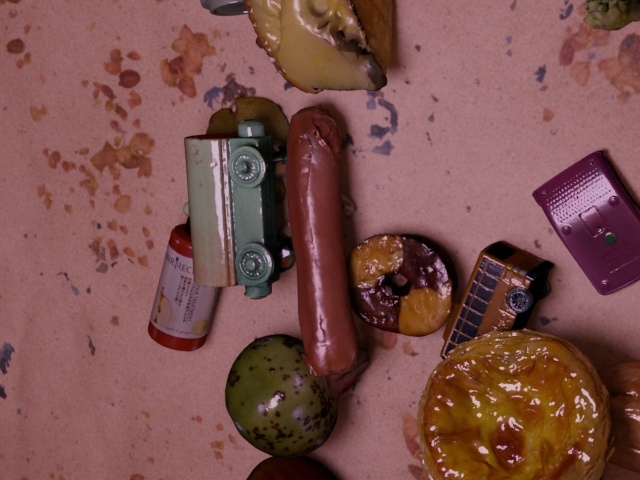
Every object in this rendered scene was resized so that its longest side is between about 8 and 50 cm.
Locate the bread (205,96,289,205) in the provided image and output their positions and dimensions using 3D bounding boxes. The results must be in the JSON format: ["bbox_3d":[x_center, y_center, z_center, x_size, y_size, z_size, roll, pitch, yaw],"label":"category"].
[{"bbox_3d":[-0.112,-0.141,2.030,0.149,0.065,0.187,-24,89,26],"label":"bread"}]

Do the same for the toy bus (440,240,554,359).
[{"bbox_3d":[0.258,0.111,1.871,0.114,0.098,0.201,28,114,20],"label":"toy bus"}]

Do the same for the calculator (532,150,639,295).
[{"bbox_3d":[0.403,-0.022,1.797,0.127,0.034,0.190,-35,86,29],"label":"calculator"}]

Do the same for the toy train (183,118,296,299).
[{"bbox_3d":[-0.138,-0.049,1.979,0.177,0.116,0.285,2,103,23],"label":"toy train"}]

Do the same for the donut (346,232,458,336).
[{"bbox_3d":[0.131,0.064,1.942,0.184,0.073,0.166,-5,101,30],"label":"donut"}]

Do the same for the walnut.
[{"bbox_3d":[0.461,0.249,1.767,0.207,0.159,0.159,3,104,32],"label":"walnut"}]

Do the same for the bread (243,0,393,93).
[{"bbox_3d":[-0.005,-0.352,1.863,0.204,0.162,0.262,-1,125,27],"label":"bread"}]

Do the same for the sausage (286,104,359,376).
[{"bbox_3d":[0.000,0.000,1.930,0.094,0.094,0.418,-4,89,-4],"label":"sausage"}]

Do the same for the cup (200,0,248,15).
[{"bbox_3d":[-0.136,-0.427,1.942,0.120,0.120,0.141,-11,89,30],"label":"cup"}]

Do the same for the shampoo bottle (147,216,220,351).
[{"bbox_3d":[-0.213,0.044,2.107,0.104,0.104,0.278,25,113,21],"label":"shampoo bottle"}]

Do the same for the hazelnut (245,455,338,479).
[{"bbox_3d":[-0.056,0.469,2.088,0.230,0.229,0.229,8,106,27],"label":"hazelnut"}]

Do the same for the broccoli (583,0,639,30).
[{"bbox_3d":[0.452,-0.422,1.518,0.293,0.281,0.347,-1,108,30],"label":"broccoli"}]

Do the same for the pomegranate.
[{"bbox_3d":[-0.032,0.234,2.023,0.248,0.214,0.214,-28,89,-6],"label":"pomegranate"}]

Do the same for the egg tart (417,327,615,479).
[{"bbox_3d":[0.276,0.264,1.755,0.295,0.116,0.294,-12,62,24],"label":"egg tart"}]

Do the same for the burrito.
[{"bbox_3d":[-0.024,-0.020,2.021,0.188,0.045,0.058,-35,83,31],"label":"burrito"}]
